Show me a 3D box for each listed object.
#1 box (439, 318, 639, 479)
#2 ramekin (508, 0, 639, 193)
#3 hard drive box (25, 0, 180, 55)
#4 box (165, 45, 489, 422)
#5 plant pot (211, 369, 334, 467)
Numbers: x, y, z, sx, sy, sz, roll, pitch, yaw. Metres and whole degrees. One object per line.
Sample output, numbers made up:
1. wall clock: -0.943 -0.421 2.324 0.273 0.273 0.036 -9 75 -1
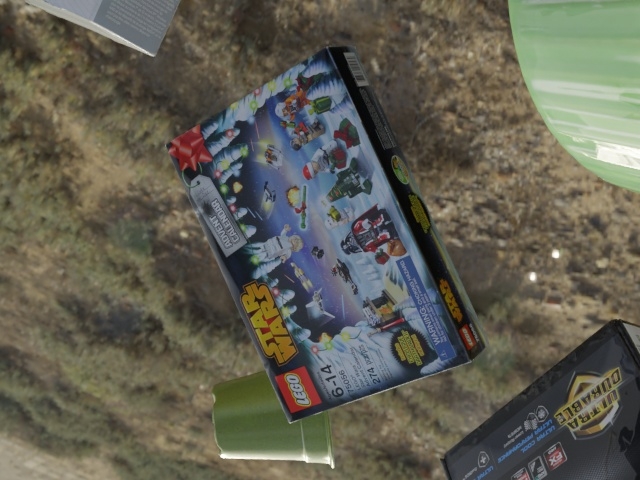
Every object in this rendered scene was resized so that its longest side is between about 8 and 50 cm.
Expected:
1. box: 0.278 0.282 0.911 0.073 0.293 0.295 18 131 -33
2. ramekin: 0.248 -0.153 0.492 0.303 0.303 0.148 44 167 -31
3. hard drive box: -0.179 -0.299 0.752 0.181 0.232 0.089 26 -177 28
4. box: 0.000 0.000 0.378 0.094 0.027 0.137 -26 88 31
5. plant pot: -0.034 0.121 0.622 0.079 0.083 0.083 -6 141 -2
